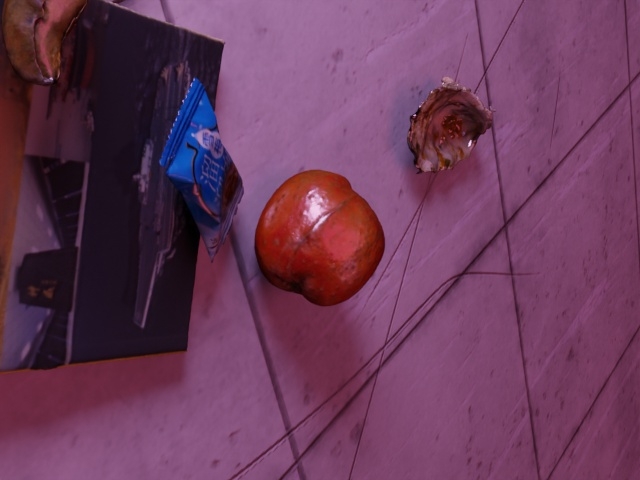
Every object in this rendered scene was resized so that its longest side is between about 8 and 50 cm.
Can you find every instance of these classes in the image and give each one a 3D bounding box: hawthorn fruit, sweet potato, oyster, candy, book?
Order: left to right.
[{"bbox_3d":[-0.177,-0.209,0.552,0.081,0.062,0.233,-29,113,-44],"label":"sweet potato"},{"bbox_3d":[-0.194,-0.042,0.631,0.374,0.028,0.263,3,95,-60],"label":"book"},{"bbox_3d":[-0.091,-0.050,0.748,0.136,0.038,0.088,71,25,-51],"label":"candy"},{"bbox_3d":[0.000,0.000,0.861,0.128,0.128,0.128,-16,110,-52],"label":"hawthorn fruit"},{"bbox_3d":[0.148,-0.133,1.088,0.177,0.056,0.106,-16,121,-51],"label":"oyster"}]
